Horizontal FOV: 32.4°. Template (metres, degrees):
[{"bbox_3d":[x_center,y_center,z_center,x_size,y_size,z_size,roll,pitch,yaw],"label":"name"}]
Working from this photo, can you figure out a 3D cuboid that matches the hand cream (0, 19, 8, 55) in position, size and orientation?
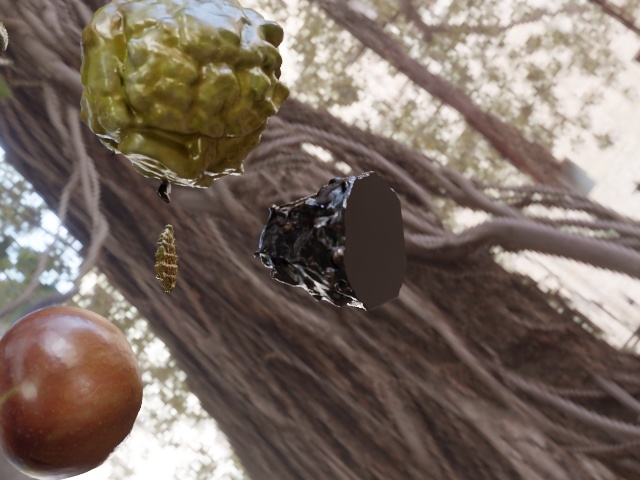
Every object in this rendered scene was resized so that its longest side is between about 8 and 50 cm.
[{"bbox_3d":[-0.428,-0.209,1.186,0.084,0.203,0.084,-5,-90,-68],"label":"hand cream"}]

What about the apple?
[{"bbox_3d":[-0.282,0.171,1.244,0.162,0.201,0.201,-7,-30,-9],"label":"apple"}]

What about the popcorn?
[{"bbox_3d":[-0.154,-0.168,1.222,0.249,0.249,0.225,-32,-34,-43],"label":"popcorn"}]

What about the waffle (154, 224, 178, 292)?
[{"bbox_3d":[-0.188,0.026,1.358,0.085,0.016,0.078,86,-173,-55],"label":"waffle"}]

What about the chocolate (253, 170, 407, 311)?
[{"bbox_3d":[0.000,0.000,1.164,0.156,0.133,0.156,1,-91,-61],"label":"chocolate"}]
